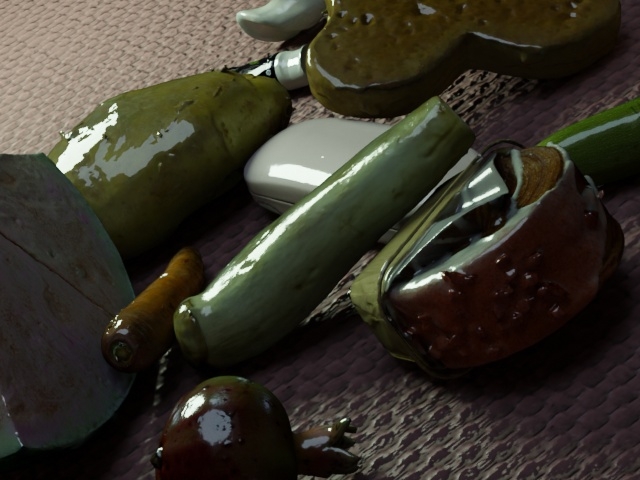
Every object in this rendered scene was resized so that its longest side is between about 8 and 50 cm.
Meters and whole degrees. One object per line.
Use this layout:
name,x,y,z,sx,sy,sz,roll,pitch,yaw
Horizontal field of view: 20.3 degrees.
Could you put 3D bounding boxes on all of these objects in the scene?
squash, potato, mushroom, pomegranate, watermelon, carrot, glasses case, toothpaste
squash,0.285,-0.094,1.599,0.252,0.066,0.066,-21,30,7
potato,-0.166,-0.090,1.866,0.296,0.141,0.191,-29,26,-10
mushroom,0.000,0.000,1.587,0.333,0.087,0.107,-42,6,9
pomegranate,-0.053,0.178,1.397,0.159,0.129,0.129,14,43,12
watermelon,-0.322,0.097,1.651,0.222,0.319,0.292,-38,-16,20
carrot,-0.148,0.060,1.683,0.059,0.059,0.248,-15,16,18
glasses case,0.041,-0.060,1.722,0.113,0.075,0.297,-41,34,-25
toothpaste,-0.089,-0.178,2.042,0.193,0.045,0.071,-12,32,34

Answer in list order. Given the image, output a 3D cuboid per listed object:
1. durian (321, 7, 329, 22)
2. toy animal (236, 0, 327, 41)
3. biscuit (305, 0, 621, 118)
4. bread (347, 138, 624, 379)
durian,0.099,-0.260,1.991,0.108,0.119,0.186,42,62,19
toy animal,-0.004,-0.388,2.174,0.247,0.183,0.310,-25,35,12
biscuit,0.131,-0.298,1.891,0.368,0.076,0.394,-13,51,-7
bread,0.146,0.017,1.476,0.212,0.142,0.224,-9,32,53
